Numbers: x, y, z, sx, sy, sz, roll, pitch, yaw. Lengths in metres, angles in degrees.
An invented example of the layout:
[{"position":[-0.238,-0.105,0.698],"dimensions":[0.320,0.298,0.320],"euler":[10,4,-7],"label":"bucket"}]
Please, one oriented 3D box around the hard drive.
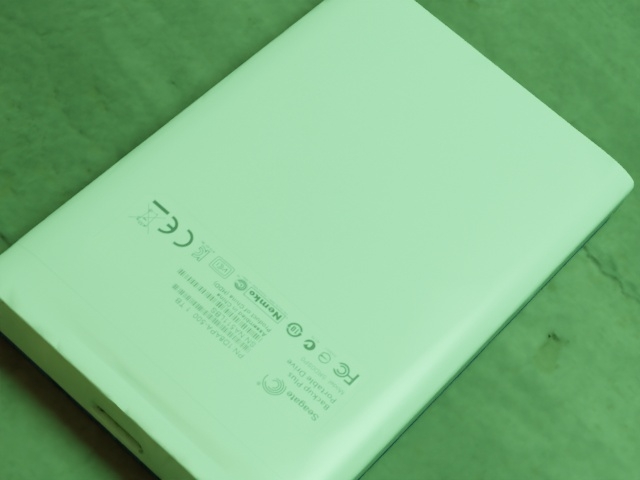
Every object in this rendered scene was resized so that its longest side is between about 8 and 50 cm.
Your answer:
[{"position":[0.000,0.000,0.875],"dimensions":[0.210,0.040,0.318],"euler":[40,58,12],"label":"hard drive"}]
